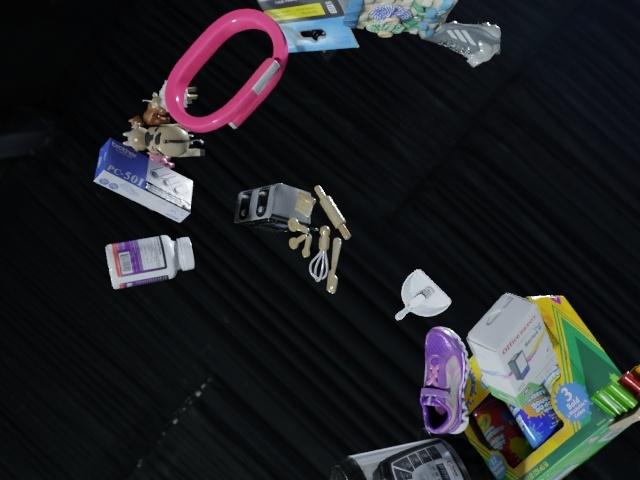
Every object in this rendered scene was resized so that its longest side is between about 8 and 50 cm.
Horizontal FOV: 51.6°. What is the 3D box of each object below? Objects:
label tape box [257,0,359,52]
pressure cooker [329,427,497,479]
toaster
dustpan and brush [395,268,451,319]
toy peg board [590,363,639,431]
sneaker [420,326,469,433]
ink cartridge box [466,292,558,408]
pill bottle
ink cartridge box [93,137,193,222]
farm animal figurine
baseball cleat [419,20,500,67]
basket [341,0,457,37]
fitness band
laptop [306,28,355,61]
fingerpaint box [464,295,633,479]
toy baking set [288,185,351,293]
[{"bbox_3d":[-0.048,-0.549,1.321,0.240,0.334,0.106,14,57,47],"label":"label tape box"},{"bbox_3d":[0.258,0.669,1.605,0.420,0.370,0.375,-6,-2,-14],"label":"pressure cooker"},{"bbox_3d":[-0.126,-0.086,1.887,0.185,0.110,0.168,14,-14,-43],"label":"toaster"},{"bbox_3d":[0.293,0.193,2.053,0.060,0.147,0.211,-41,-7,-32],"label":"dustpan and brush"},{"bbox_3d":[0.644,0.297,1.366,0.160,0.079,0.161,-43,-20,-15],"label":"toy peg board"},{"bbox_3d":[0.253,0.304,1.401,0.095,0.237,0.104,-2,3,43],"label":"sneaker"},{"bbox_3d":[0.434,0.248,1.492,0.154,0.212,0.093,-43,34,-20],"label":"ink cartridge box"},{"bbox_3d":[-0.405,0.047,1.579,0.193,0.108,0.108,-10,-18,-17],"label":"pill bottle"},{"bbox_3d":[-0.371,-0.125,1.408,0.046,0.207,0.097,-36,41,33],"label":"ink cartridge box"},{"bbox_3d":[-0.464,-0.262,1.895,0.172,0.331,0.326,-10,-1,-38],"label":"farm animal figurine"},{"bbox_3d":[0.341,-0.474,1.599,0.205,0.110,0.072,-4,3,-7],"label":"baseball cleat"},{"bbox_3d":[0.065,-0.407,0.923,0.255,0.288,0.201,-62,-4,-87],"label":"basket"},{"bbox_3d":[-0.195,-0.349,1.373,0.291,0.209,0.054,-48,-28,0],"label":"fitness band"},{"bbox_3d":[-0.013,-0.669,1.797,0.136,0.264,0.234,-5,-33,-48],"label":"laptop"},{"bbox_3d":[0.572,0.430,1.786,0.163,0.371,0.445,2,-44,-32],"label":"fingerpaint box"},{"bbox_3d":[0.002,-0.005,1.654,0.030,0.256,0.197,-10,-35,-41],"label":"toy baking set"}]
